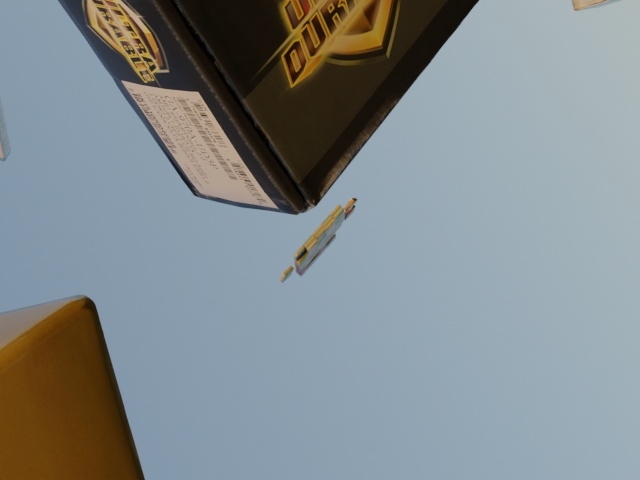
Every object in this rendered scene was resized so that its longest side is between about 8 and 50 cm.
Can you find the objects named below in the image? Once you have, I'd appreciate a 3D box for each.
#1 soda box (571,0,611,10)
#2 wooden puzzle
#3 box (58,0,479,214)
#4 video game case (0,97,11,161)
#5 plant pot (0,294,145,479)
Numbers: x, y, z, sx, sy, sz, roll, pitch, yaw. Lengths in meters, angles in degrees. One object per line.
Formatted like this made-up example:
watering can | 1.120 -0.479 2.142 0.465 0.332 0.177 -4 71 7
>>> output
soda box | 0.295 -0.237 1.198 0.091 0.286 0.098 -23 -83 -68
wooden puzzle | 0.000 0.000 1.307 0.006 0.083 0.049 39 169 10
box | 0.001 -0.144 0.501 0.220 0.051 0.175 -51 -52 -26
video game case | -0.294 -0.114 1.380 0.119 0.015 0.166 24 164 1
plant pot | -0.286 0.182 1.455 0.187 0.212 0.212 -29 -75 -65
